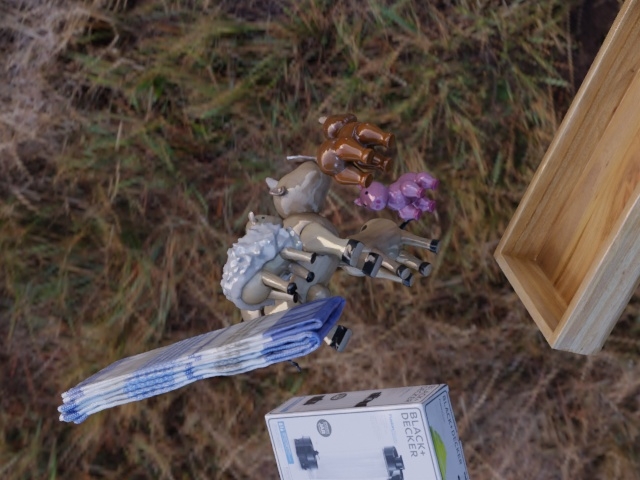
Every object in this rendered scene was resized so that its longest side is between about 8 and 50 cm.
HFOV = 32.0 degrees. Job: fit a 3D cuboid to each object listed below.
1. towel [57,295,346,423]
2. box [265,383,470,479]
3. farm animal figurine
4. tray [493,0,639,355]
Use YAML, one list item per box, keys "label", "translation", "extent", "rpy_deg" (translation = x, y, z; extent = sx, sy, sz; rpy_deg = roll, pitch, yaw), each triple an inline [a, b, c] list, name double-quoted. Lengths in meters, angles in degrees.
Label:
- label: "towel"
  translation: [-0.117, 0.122, 1.180]
  extent: [0.285, 0.209, 0.034]
  rpy_deg: [-18, 93, 8]
- label: "box"
  translation: [0.070, 0.321, 1.717]
  extent: [0.290, 0.087, 0.169]
  rpy_deg: [-9, 98, 33]
- label: "farm animal figurine"
  translation: [0.000, 0.000, 1.407]
  extent: [0.172, 0.327, 0.330]
  rpy_deg: [20, 156, 28]
- label: "tray"
  translation: [0.354, -0.089, 1.317]
  extent: [0.076, 0.203, 0.411]
  rpy_deg: [11, 119, -22]
